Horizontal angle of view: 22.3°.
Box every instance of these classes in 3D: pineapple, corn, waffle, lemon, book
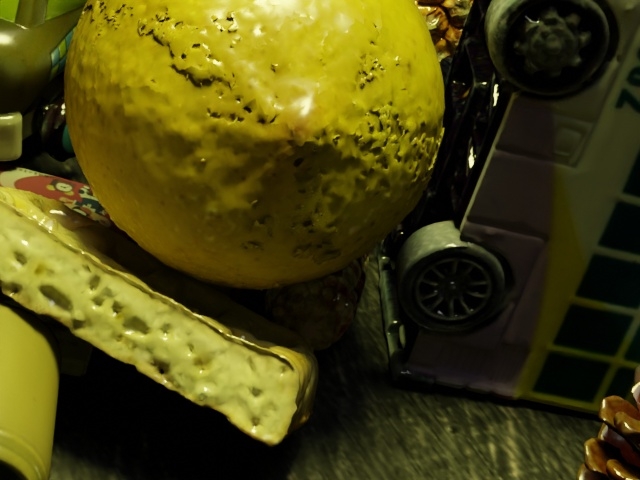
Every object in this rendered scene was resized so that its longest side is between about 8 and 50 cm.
[{"bbox_3d":[0.099,-0.225,1.643,0.079,0.135,0.233,39,5,-17],"label":"pineapple"},{"bbox_3d":[0.000,0.000,1.282,0.086,0.086,0.253,14,32,-4],"label":"corn"},{"bbox_3d":[-0.122,0.043,1.099,0.274,0.057,0.168,29,4,6],"label":"waffle"},{"bbox_3d":[-0.049,-0.099,1.129,0.257,0.258,0.310,-1,18,-26],"label":"lemon"},{"bbox_3d":[-0.233,0.011,1.217,0.162,0.022,0.232,14,31,-4],"label":"book"}]

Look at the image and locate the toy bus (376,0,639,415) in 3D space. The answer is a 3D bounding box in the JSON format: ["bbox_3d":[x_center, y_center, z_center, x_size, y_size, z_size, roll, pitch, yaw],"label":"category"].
[{"bbox_3d":[0.208,-0.100,1.200,0.249,0.440,0.209,13,31,-10],"label":"toy bus"}]

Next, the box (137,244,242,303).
[{"bbox_3d":[-0.097,0.003,1.254,0.089,0.062,0.122,15,33,-2],"label":"box"}]

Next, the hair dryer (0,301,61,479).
[{"bbox_3d":[-0.302,0.106,0.991,0.278,0.090,0.135,4,35,-8],"label":"hair dryer"}]

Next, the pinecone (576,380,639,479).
[{"bbox_3d":[0.255,0.166,1.043,0.207,0.208,0.208,12,32,-8],"label":"pinecone"}]

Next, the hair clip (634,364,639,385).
[{"bbox_3d":[0.353,0.124,1.196,0.257,0.075,0.146,9,-7,-23],"label":"hair clip"}]

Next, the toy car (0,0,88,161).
[{"bbox_3d":[-0.246,-0.199,1.331,0.204,0.198,0.248,26,41,22],"label":"toy car"}]
